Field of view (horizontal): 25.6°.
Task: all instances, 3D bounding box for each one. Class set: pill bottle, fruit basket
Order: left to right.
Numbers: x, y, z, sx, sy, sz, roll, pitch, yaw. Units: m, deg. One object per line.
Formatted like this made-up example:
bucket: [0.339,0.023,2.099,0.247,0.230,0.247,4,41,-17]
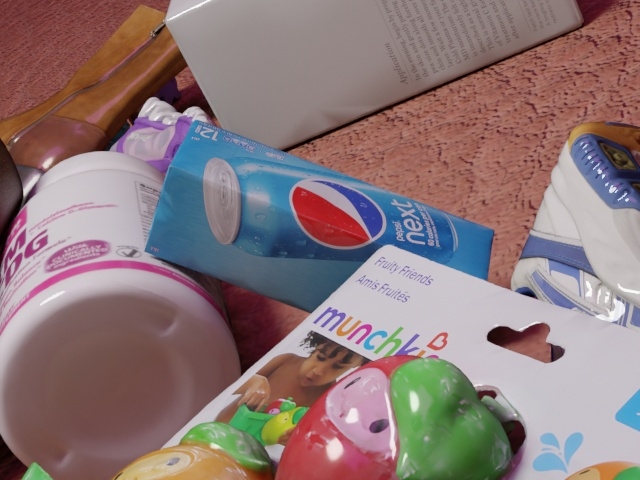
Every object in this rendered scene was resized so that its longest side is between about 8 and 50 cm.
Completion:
pill bottle: [-0.151,0.044,1.011,0.160,0.160,0.283,-27,24,1]
fruit basket: [-0.015,0.136,0.658,0.353,0.165,0.327,-46,29,-12]

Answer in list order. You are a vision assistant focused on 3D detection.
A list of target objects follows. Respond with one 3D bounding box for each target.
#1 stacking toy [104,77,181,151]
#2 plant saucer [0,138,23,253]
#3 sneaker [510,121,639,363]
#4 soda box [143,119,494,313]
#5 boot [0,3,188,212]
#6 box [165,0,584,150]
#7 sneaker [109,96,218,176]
stacking toy: [-0.210,-0.148,1.569,0.167,0.052,0.221,0,37,45]
plant saucer: [-0.302,0.062,1.096,0.310,0.050,0.310,-61,11,20]
sneaker: [0.189,0.069,0.714,0.112,0.131,0.296,10,35,-23]
soda box: [0.000,0.000,0.904,0.210,0.071,0.067,20,33,-2]
boot: [-0.279,-0.156,1.507,0.280,0.096,0.264,-53,35,-14]
box: [0.049,-0.244,1.354,0.345,0.168,0.215,-21,26,12]
sneaker: [-0.139,-0.064,1.300,0.104,0.095,0.236,-41,22,-13]
